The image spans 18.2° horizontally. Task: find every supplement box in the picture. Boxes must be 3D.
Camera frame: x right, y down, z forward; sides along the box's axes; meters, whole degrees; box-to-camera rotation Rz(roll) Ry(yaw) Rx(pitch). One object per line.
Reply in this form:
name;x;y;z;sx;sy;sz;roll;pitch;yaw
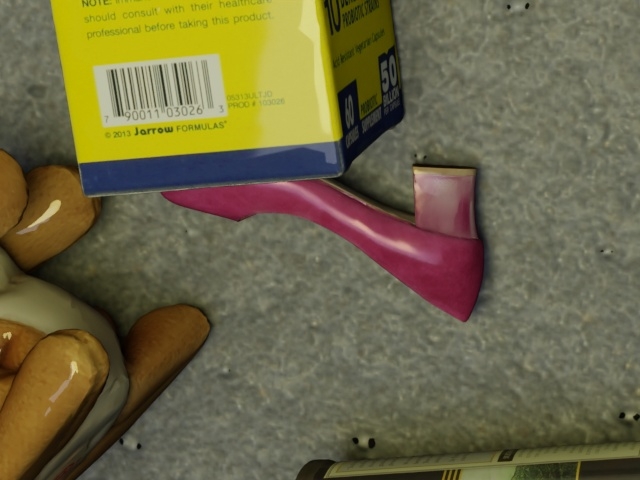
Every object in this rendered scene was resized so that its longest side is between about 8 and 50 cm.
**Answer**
supplement box;-0.074;-0.229;1.386;0.195;0.194;0.357;-4;104;16

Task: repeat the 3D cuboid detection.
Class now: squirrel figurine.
squirrel figurine;-0.344;0.070;1.510;0.370;0.281;0.397;43;109;7

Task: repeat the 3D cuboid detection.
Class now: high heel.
high heel;0.000;0.000;1.493;0.244;0.082;0.117;1;96;2

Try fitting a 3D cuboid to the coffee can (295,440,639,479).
coffee can;0.131;0.251;1.462;0.275;0.201;0.202;-6;103;16
